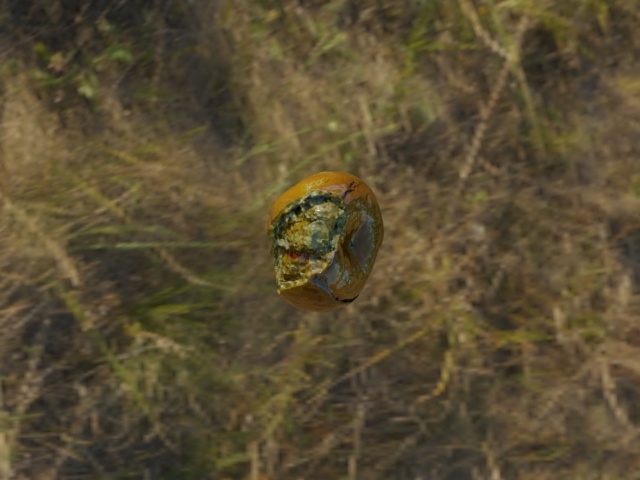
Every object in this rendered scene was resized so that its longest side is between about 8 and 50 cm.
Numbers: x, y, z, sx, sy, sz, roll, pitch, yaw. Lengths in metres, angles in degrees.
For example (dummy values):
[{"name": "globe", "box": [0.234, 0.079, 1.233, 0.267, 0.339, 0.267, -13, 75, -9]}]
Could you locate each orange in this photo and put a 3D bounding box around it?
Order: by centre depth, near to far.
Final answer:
[{"name": "orange", "box": [0.000, 0.000, 0.984, 0.086, 0.062, 0.086, -17, 111, -53]}]
